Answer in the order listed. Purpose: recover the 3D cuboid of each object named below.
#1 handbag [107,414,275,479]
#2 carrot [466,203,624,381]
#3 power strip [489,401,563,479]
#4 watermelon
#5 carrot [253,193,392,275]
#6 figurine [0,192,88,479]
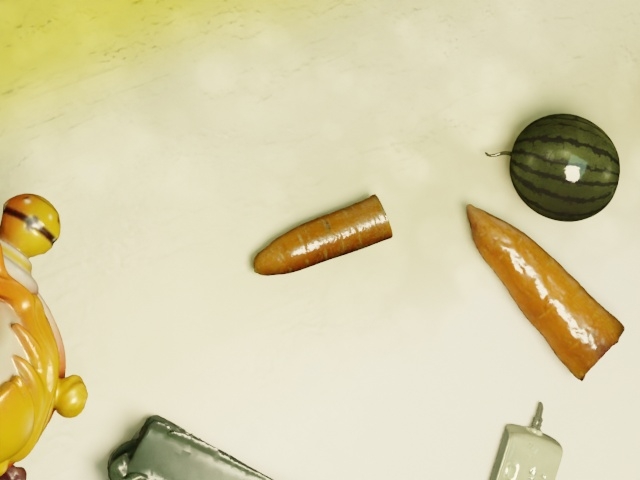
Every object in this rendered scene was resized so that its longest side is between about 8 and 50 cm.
[{"bbox_3d":[-0.112,0.322,1.711,0.260,0.079,0.247,29,86,-9],"label":"handbag"},{"bbox_3d":[0.210,0.042,1.806,0.072,0.072,0.205,-45,98,-11],"label":"carrot"},{"bbox_3d":[0.183,0.280,1.815,0.060,0.027,0.253,19,85,-14],"label":"power strip"},{"bbox_3d":[0.225,-0.074,1.797,0.133,0.105,0.105,15,85,9],"label":"watermelon"},{"bbox_3d":[0.000,0.000,1.761,0.139,0.048,0.048,-21,95,-13],"label":"carrot"},{"bbox_3d":[-0.349,0.085,1.596,0.320,0.196,0.323,-36,92,-16],"label":"figurine"}]
